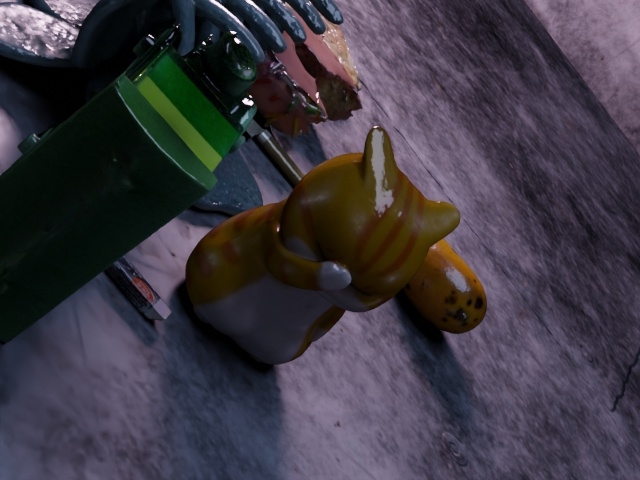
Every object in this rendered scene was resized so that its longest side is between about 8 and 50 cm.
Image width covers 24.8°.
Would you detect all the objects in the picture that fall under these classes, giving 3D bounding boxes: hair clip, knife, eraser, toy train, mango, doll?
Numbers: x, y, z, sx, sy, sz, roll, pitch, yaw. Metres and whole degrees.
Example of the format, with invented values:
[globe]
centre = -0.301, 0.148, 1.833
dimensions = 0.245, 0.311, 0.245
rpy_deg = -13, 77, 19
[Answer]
[hair clip]
centre = -0.155, -0.212, 1.528
dimensions = 0.392, 0.238, 0.318
rpy_deg = 53, 25, 0
[knife]
centre = -0.086, -0.140, 1.826
dimensions = 0.298, 0.017, 0.047
rpy_deg = 50, 29, -5
[eraser]
centre = -0.180, 0.037, 1.387
dimensions = 0.099, 0.019, 0.027
rpy_deg = 51, 23, -6
[toy train]
centre = -0.177, -0.054, 1.184
dimensions = 0.120, 0.301, 0.202
rpy_deg = 48, 32, -12
[mango]
centre = 0.149, 0.044, 1.910
dimensions = 0.178, 0.090, 0.115
rpy_deg = 59, 14, 24
[doll]
centre = -0.009, 0.017, 1.464
dimensions = 0.167, 0.270, 0.162
rpy_deg = 38, 44, -34

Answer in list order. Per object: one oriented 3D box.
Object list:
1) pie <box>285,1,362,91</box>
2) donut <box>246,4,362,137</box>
[pie]
centre = -0.025, -0.306, 2.138
dimensions = 0.185, 0.052, 0.218
rpy_deg = 23, 38, -52
[donut]
centre = -0.047, -0.228, 1.940
dimensions = 0.199, 0.085, 0.233
rpy_deg = 55, 23, 4
